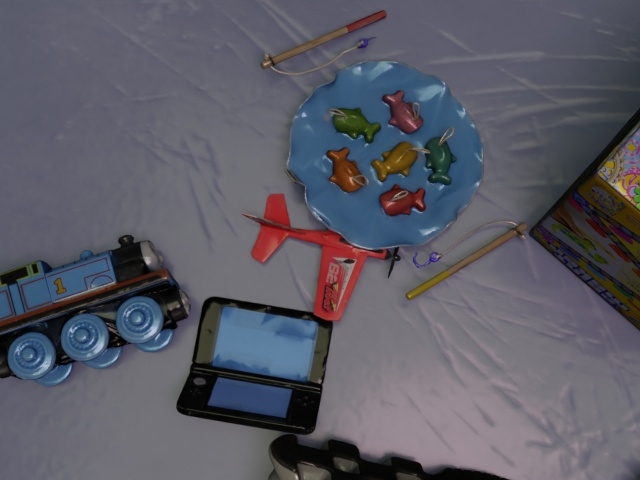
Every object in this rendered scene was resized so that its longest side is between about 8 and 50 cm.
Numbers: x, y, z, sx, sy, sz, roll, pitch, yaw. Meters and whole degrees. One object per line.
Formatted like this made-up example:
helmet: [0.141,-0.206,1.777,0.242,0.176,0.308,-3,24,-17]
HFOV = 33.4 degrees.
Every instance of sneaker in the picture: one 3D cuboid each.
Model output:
sneaker: [0.102,0.275,0.909,0.331,0.122,0.146,14,100,2]

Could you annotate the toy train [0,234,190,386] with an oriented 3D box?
toy train: [-0.211,0.061,0.951,0.184,0.080,0.105,-19,76,-2]

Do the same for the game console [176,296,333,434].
game console: [-0.057,0.110,0.947,0.122,0.107,0.071,9,111,3]

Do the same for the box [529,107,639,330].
box: [0.347,-0.075,0.860,0.177,0.279,0.290,42,85,6]

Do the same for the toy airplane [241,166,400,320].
toy airplane: [0.000,0.000,0.979,0.151,0.028,0.151,0,75,-1]

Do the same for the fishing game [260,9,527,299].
fishing game: [0.060,-0.083,0.970,0.189,0.041,0.264,-25,80,-16]
